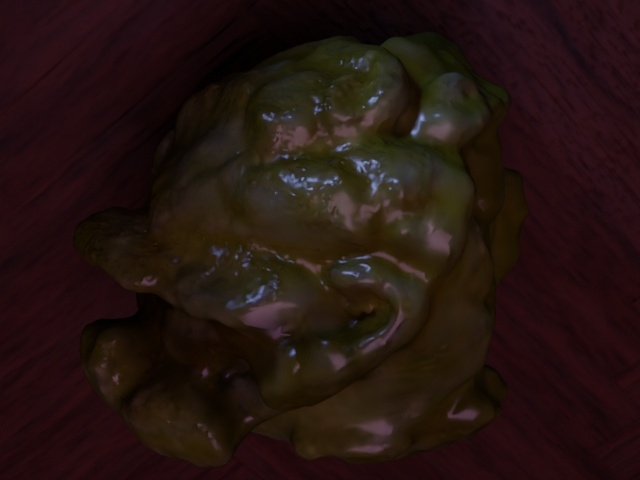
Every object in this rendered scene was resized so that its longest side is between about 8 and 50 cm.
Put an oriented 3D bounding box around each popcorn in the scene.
[{"bbox_3d":[0.000,0.000,0.673,0.242,0.235,0.250,-12,122,-49],"label":"popcorn"}]
